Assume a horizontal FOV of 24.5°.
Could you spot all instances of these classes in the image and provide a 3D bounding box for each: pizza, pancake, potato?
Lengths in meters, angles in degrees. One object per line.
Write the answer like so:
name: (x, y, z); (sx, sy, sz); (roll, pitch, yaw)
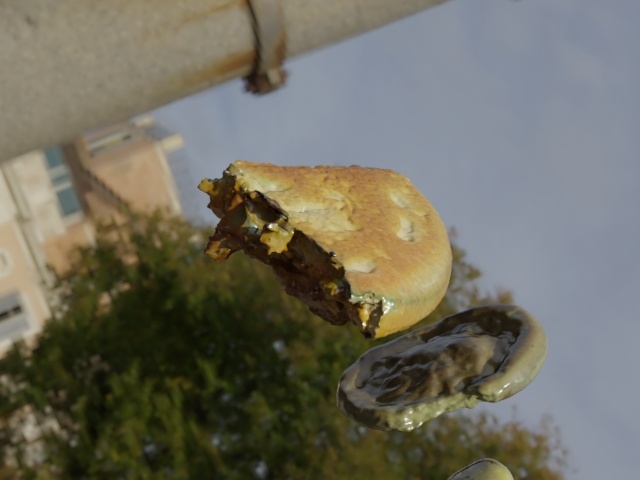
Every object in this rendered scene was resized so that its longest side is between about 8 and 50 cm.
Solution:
pizza: (0.000, 0.000, 1.256); (0.289, 0.229, 0.081); (-81, -166, -65)
pancake: (0.128, 0.133, 1.590); (0.236, 0.222, 0.042); (-13, -66, 26)
potato: (0.138, 0.250, 1.325); (0.070, 0.091, 0.138); (33, 23, -20)
